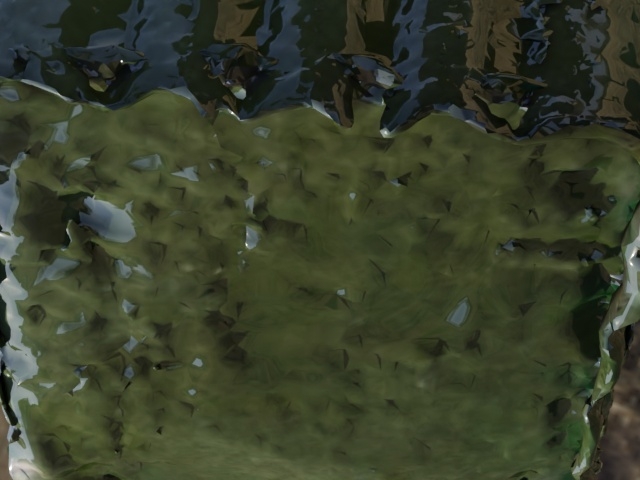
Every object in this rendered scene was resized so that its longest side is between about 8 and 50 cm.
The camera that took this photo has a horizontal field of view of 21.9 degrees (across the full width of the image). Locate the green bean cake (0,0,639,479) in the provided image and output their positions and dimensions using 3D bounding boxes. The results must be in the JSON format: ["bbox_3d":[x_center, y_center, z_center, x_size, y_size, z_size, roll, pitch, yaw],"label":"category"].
[{"bbox_3d":[0.000,0.000,0.608,0.255,0.241,0.132,90,-178,-48],"label":"green bean cake"}]
